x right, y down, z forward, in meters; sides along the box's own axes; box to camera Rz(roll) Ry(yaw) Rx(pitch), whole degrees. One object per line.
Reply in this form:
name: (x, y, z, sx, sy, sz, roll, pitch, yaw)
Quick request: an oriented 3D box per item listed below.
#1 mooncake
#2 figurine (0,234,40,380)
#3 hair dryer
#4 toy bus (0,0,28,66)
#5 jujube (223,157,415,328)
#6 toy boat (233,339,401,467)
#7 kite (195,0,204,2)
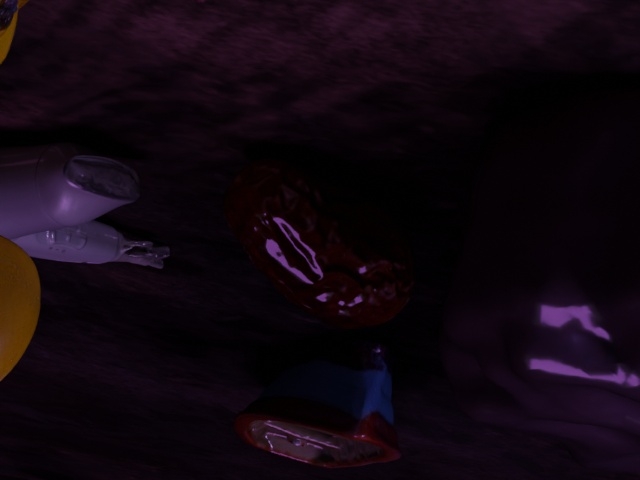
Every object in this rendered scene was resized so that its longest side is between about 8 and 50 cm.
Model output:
mooncake: (0.192, 0.036, 0.895, 0.283, 0.141, 0.283, 9, 165, 3)
figurine: (-0.250, -0.009, 0.967, 0.215, 0.215, 0.228, 22, 171, -34)
hair dryer: (-0.154, -0.011, 1.207, 0.206, 0.075, 0.237, -5, 167, 33)
toy bus: (-0.276, -0.064, 0.739, 0.331, 0.151, 0.145, -2, 174, -26)
jujube: (0.000, 0.000, 1.061, 0.077, 0.077, 0.129, 0, 153, 41)
toy boat: (0.006, 0.143, 1.607, 0.136, 0.079, 0.392, 16, 167, -6)
kite: (-0.020, -0.123, 0.701, 0.141, 0.015, 0.245, 22, 164, -30)
